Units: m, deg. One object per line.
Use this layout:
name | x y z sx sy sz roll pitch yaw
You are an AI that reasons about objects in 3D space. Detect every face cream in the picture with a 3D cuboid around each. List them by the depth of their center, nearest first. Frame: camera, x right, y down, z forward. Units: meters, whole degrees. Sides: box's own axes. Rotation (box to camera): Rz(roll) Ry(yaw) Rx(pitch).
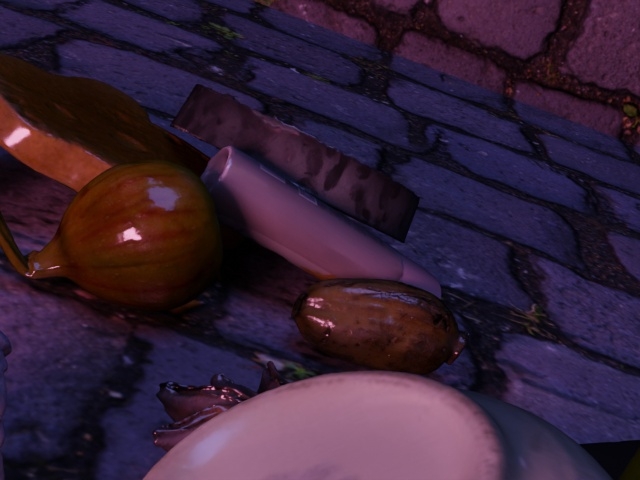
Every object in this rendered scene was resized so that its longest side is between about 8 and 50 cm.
face cream | 0.000 0.000 1.060 0.269 0.073 0.107 31 3 -19

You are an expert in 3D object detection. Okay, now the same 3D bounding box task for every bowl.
bowl | 0.014 0.172 0.467 0.307 0.163 0.307 -14 24 6

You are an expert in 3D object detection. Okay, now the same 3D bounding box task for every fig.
fig | -0.178 0.005 0.926 0.186 0.148 0.142 -32 63 -17

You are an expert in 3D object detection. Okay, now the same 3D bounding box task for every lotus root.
lotus root | 0.058 0.081 1.000 0.179 0.089 0.080 14 -15 -11

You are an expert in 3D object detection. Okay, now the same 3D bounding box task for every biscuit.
biscuit | -0.228 -0.101 1.126 0.343 0.057 0.287 25 17 -33

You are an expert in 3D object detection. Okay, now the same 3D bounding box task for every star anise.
star anise | -0.031 0.157 0.773 0.195 0.065 0.182 25 17 21

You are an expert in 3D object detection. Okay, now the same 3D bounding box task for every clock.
clock | -0.025 -0.090 1.218 0.312 0.061 0.312 27 2 -1

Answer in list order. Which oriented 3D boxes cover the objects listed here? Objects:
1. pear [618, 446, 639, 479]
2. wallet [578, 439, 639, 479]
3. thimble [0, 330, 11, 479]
pear | 0.280 0.283 0.549 0.342 0.239 0.318 34 36 14
wallet | 0.280 0.238 0.875 0.377 0.051 0.197 5 26 -32
thimble | -0.235 0.114 0.564 0.117 0.151 0.127 6 35 -25
